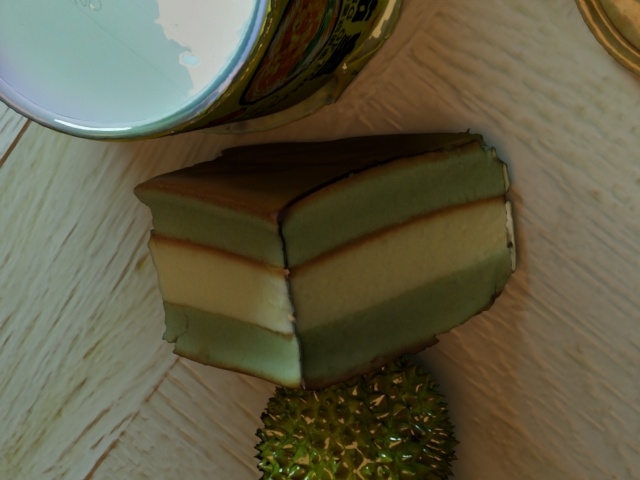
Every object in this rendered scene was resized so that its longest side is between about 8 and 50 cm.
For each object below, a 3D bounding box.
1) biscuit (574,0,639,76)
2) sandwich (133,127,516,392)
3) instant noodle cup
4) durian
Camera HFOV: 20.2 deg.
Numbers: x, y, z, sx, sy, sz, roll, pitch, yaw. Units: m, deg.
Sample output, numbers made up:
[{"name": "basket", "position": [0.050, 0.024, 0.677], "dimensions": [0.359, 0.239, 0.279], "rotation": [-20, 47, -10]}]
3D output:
[{"name": "biscuit", "position": [0.267, -0.181, 1.308], "dimensions": [0.221, 0.029, 0.142], "rotation": [37, 110, 3]}, {"name": "sandwich", "position": [0.000, 0.001, 1.390], "dimensions": [0.198, 0.227, 0.155], "rotation": [11, 113, 49]}, {"name": "instant noodle cup", "position": [-0.113, -0.213, 1.283], "dimensions": [0.326, 0.254, 0.325], "rotation": [3, 104, 13]}, {"name": "durian", "position": [0.027, 0.179, 1.403], "dimensions": [0.159, 0.146, 0.198], "rotation": [-6, 103, 17]}]
